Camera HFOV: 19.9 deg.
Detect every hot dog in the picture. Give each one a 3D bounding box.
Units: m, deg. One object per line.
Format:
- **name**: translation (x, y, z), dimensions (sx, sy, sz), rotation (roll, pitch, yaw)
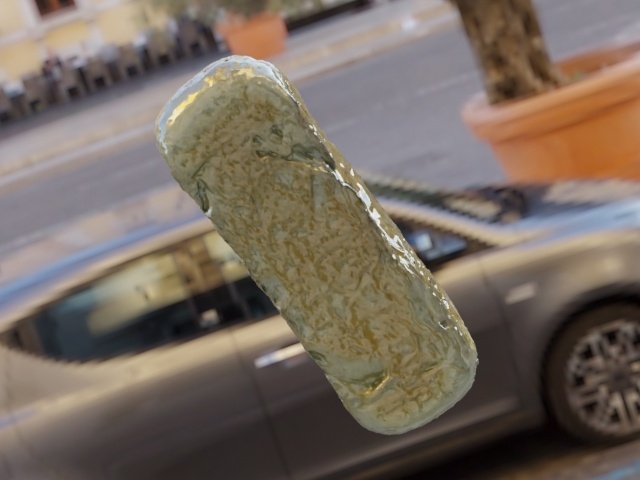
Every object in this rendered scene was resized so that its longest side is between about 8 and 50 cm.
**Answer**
- **hot dog**: translation (0.000, 0.000, 1.034), dimensions (0.084, 0.242, 0.073), rotation (-34, 18, 12)
